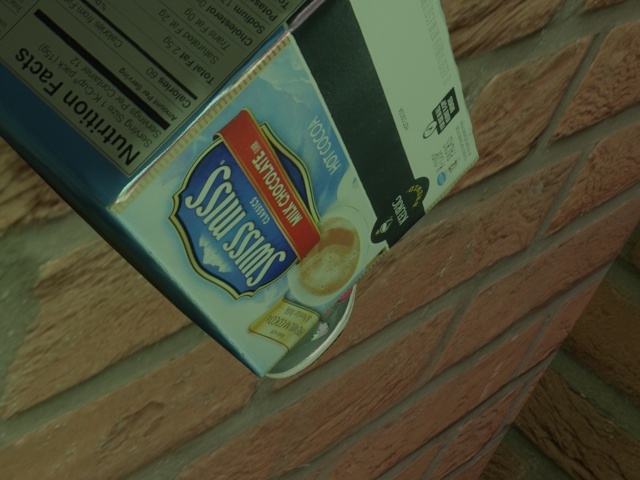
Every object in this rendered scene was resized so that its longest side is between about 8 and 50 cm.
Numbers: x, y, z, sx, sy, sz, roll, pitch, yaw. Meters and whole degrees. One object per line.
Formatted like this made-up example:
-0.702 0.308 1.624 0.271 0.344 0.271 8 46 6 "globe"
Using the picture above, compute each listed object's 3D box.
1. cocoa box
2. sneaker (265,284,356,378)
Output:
-0.073 -0.102 0.910 0.228 0.231 0.347 -46 159 -7 "cocoa box"
0.000 0.000 1.387 0.295 0.124 0.178 -60 164 3 "sneaker"
